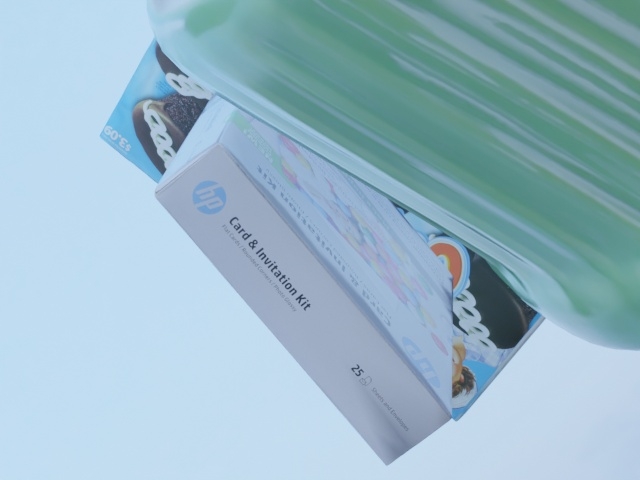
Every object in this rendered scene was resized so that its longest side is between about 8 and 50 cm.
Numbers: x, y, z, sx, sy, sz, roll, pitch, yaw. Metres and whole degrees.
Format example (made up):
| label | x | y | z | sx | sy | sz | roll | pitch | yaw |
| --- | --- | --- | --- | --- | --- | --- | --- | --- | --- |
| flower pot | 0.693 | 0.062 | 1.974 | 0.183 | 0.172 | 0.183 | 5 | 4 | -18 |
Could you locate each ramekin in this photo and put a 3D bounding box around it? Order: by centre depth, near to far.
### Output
| label | x | y | z | sx | sy | sz | roll | pitch | yaw |
| --- | --- | --- | --- | --- | --- | --- | --- | --- | --- |
| ramekin | 0.077 | -0.138 | 0.483 | 0.303 | 0.148 | 0.303 | -55 | 18 | 28 |

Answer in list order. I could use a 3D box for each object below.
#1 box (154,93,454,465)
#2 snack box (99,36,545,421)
| label | x | y | z | sx | sy | sz | roll | pitch | yaw |
| --- | --- | --- | --- | --- | --- | --- | --- | --- | --- |
| box | 0.000 | 0.000 | 0.817 | 0.038 | 0.145 | 0.186 | -37 | 10 | 15 |
| snack box | 0.022 | -0.045 | 1.266 | 0.187 | 0.322 | 0.060 | -56 | -6 | 37 |
